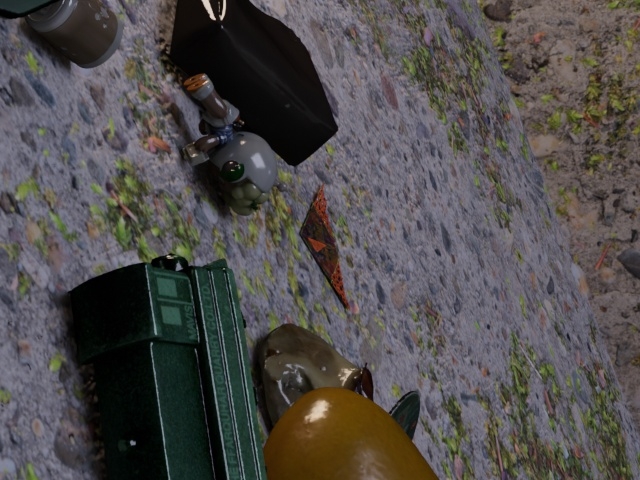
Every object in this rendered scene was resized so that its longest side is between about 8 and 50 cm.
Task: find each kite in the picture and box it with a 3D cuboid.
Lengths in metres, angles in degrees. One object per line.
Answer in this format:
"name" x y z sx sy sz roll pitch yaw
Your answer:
"kite" -0.001 0.000 2.366 0.125 0.008 0.222 24 50 -61

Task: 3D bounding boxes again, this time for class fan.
"fan" 0.053 0.334 2.083 0.294 0.012 0.223 -53 158 -24

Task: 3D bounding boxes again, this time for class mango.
"mango" 0.061 0.387 1.857 0.300 0.232 0.445 -18 90 -44

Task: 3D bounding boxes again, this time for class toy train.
"toy train" -0.162 0.168 1.685 0.178 0.139 0.330 15 60 -53

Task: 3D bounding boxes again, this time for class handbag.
"handbag" -0.100 -0.267 2.220 0.285 0.113 0.257 41 29 -39

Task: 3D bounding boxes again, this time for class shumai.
"shumai" 0.008 0.196 2.072 0.201 0.120 0.201 45 36 -46

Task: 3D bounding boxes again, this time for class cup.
"cup" -0.284 -0.262 1.823 0.099 0.074 0.102 38 38 -53

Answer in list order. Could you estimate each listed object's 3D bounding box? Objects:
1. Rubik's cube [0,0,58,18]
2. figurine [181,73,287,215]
"Rubik's cube" -0.318 -0.351 1.677 0.183 0.180 0.167 8 65 -68
"figurine" -0.124 -0.120 2.072 0.197 0.093 0.147 51 6 -24
